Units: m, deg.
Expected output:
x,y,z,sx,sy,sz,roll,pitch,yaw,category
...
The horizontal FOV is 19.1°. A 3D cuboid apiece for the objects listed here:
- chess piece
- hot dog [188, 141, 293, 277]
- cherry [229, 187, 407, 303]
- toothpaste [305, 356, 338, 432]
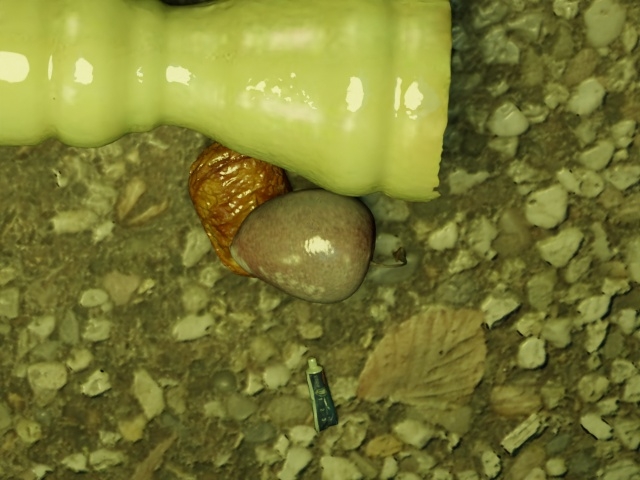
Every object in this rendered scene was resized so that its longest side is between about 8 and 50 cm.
x,y,z,sx,sy,sz,roll,pitch,yaw,category
-0.108,-0.159,1.741,0.442,0.234,0.234,4,107,-6,chess piece
-0.074,-0.035,1.876,0.099,0.065,0.147,-22,113,5,hot dog
-0.007,0.003,1.842,0.148,0.188,0.115,-22,95,6,cherry
-0.001,0.159,1.966,0.027,0.019,0.083,-19,112,-15,toothpaste
